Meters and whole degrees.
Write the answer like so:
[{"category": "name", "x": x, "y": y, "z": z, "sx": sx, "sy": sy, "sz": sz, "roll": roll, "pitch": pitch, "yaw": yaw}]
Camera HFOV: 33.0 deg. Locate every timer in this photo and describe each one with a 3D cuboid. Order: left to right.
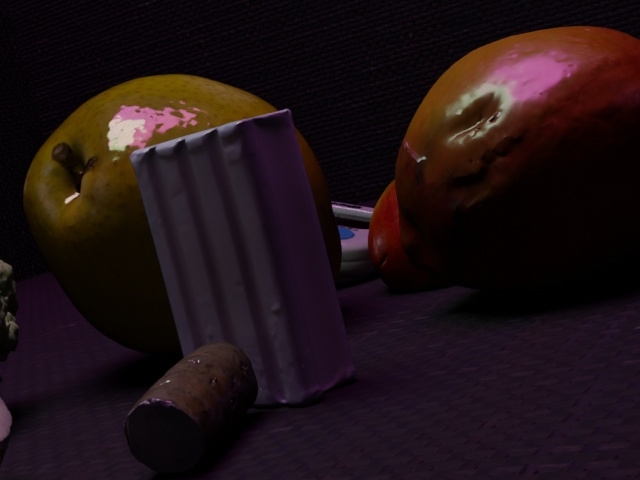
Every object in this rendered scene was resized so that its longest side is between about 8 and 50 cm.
[{"category": "timer", "x": 0.000, "y": 0.000, "z": 1.762, "sx": 0.262, "sy": 0.087, "sz": 0.237, "roll": 10, "pitch": 17, "yaw": 25}]

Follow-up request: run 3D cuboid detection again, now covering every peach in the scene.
[{"category": "peach", "x": 0.157, "y": -0.002, "z": 1.504, "sx": 0.190, "sy": 0.192, "sz": 0.190, "roll": -2, "pitch": -31, "yaw": -1}, {"category": "peach", "x": 0.252, "y": -0.090, "z": 1.229, "sx": 0.372, "sy": 0.290, "sz": 0.372, "roll": -18, "pitch": 6, "yaw": 2}]

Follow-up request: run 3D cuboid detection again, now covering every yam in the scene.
[{"category": "yam", "x": -0.107, "y": 0.141, "z": 0.923, "sx": 0.078, "sy": 0.078, "sz": 0.179, "roll": -13, "pitch": 7, "yaw": 12}]

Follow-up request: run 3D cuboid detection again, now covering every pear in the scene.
[{"category": "pear", "x": -0.167, "y": -0.028, "z": 1.374, "sx": 0.362, "sy": 0.363, "sz": 0.418, "roll": -9, "pitch": -18, "yaw": 42}]

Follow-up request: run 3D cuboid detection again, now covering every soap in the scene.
[{"category": "soap", "x": -0.074, "y": 0.022, "z": 1.041, "sx": 0.159, "sy": 0.266, "sz": 0.087, "roll": -11, "pitch": 6, "yaw": 39}]

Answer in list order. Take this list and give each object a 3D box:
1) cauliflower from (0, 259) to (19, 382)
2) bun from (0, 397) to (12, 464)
[{"category": "cauliflower", "x": -0.474, "y": 0.105, "z": 1.210, "sx": 0.260, "sy": 0.281, "sz": 0.327, "roll": 4, "pitch": 38, "yaw": 18}, {"category": "bun", "x": -0.399, "y": 0.184, "z": 0.878, "sx": 0.263, "sy": 0.175, "sz": 0.263, "roll": 23, "pitch": 6, "yaw": -3}]
